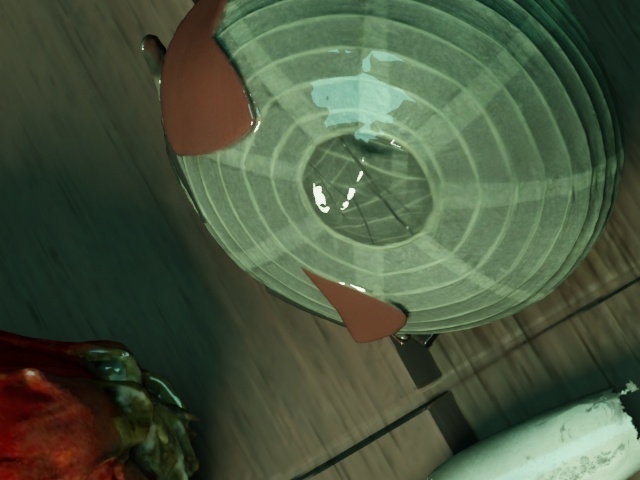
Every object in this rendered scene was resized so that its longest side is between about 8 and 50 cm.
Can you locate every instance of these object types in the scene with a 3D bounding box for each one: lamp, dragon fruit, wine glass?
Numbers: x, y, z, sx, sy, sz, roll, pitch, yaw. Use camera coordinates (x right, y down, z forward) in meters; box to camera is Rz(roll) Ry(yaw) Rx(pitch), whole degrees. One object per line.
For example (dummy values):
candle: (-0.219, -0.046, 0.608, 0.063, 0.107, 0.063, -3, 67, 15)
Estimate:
lamp: (0.036, -0.063, 1.039, 0.265, 0.233, 0.233, 42, 88, -4)
dragon fruit: (-0.228, 0.181, 1.027, 0.342, 0.277, 0.277, -24, 74, 10)
wine glass: (0.071, 0.158, 1.074, 0.262, 0.074, 0.074, -27, 74, 4)

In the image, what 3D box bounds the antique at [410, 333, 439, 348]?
antique: (0.000, 0.000, 1.149, 0.192, 0.015, 0.031, 36, 87, 17)
